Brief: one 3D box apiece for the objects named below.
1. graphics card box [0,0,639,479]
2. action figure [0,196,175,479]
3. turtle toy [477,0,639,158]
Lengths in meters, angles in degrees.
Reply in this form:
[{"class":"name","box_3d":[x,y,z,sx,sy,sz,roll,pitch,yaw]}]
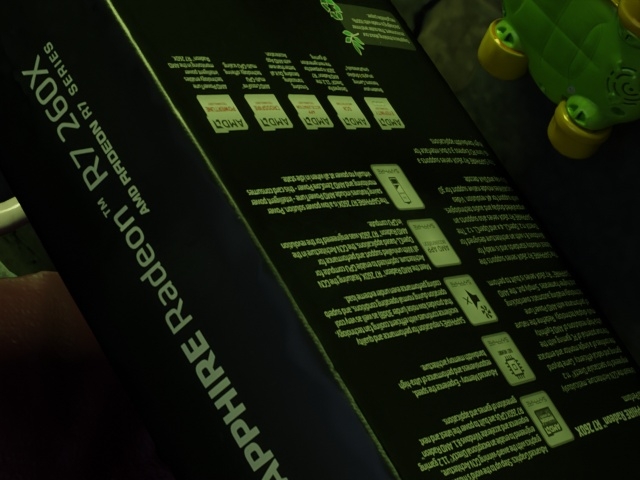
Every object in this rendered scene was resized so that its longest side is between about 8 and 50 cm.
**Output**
[{"class":"graphics card box","box_3d":[0.000,0.000,0.675,0.094,0.233,0.371,-40,72,29]},{"class":"action figure","box_3d":[-0.222,0.081,0.743,0.248,0.370,0.275,6,95,33]},{"class":"turtle toy","box_3d":[0.114,-0.104,0.691,0.130,0.066,0.095,52,141,22]}]
